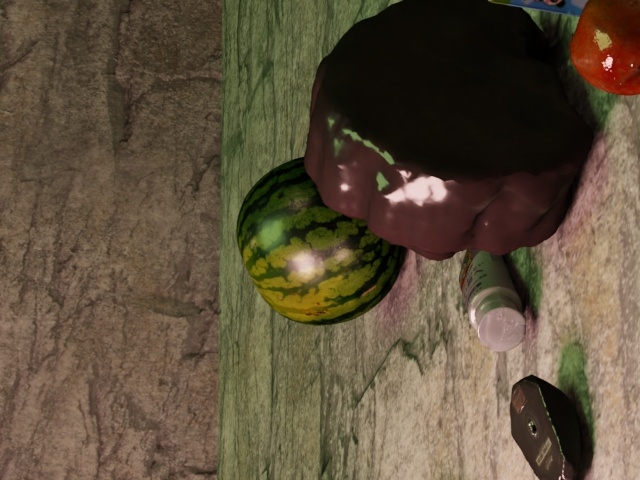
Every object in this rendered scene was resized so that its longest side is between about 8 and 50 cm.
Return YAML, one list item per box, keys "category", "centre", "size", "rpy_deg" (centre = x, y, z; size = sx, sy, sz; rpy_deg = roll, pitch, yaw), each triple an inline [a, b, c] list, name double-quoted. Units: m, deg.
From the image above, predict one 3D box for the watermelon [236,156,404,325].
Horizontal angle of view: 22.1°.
- category: "watermelon"
  centre: [0.000, 0.000, 2.712]
  size: [0.285, 0.285, 0.285]
  rpy_deg: [-173, 90, -75]

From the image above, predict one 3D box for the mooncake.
- category: "mooncake"
  centre: [0.159, -0.147, 2.147]
  size: [0.381, 0.351, 0.212]
  rpy_deg: [-84, 3, -46]

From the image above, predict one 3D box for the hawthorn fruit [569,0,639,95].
- category: "hawthorn fruit"
  centre: [0.347, -0.225, 1.883]
  size: [0.128, 0.128, 0.128]
  rpy_deg: [-173, 90, -75]

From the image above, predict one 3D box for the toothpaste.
- category: "toothpaste"
  centre: [0.228, 0.060, 2.275]
  size: [0.299, 0.073, 0.114]
  rpy_deg: [-100, 22, -68]

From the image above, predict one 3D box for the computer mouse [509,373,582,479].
- category: "computer mouse"
  centre: [0.284, 0.237, 2.002]
  size: [0.099, 0.057, 0.172]
  rpy_deg: [114, 146, -41]

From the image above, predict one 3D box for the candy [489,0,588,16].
- category: "candy"
  centre: [0.293, -0.323, 1.957]
  size: [0.062, 0.194, 0.097]
  rpy_deg: [-109, 30, -61]
